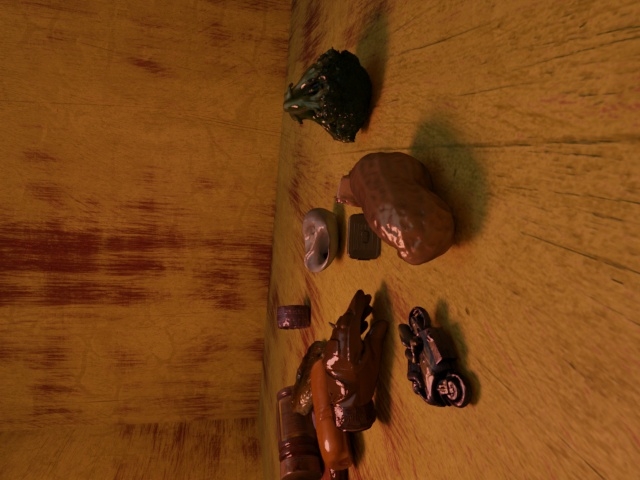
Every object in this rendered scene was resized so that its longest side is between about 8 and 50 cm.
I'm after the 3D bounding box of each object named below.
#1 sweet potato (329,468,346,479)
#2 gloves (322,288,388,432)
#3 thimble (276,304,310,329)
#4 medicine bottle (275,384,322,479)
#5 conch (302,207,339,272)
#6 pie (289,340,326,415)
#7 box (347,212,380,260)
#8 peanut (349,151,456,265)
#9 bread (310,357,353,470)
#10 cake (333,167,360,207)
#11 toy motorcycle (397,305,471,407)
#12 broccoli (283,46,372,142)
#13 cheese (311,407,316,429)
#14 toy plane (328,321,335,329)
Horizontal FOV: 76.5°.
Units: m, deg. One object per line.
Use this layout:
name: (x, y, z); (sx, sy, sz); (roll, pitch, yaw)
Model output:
sweet potato: (0.053, 0.701, 1.201); (0.053, 0.053, 0.182); (-8, 80, 37)
gloves: (0.078, 0.285, 0.987); (0.154, 0.141, 0.332); (154, 118, -76)
thimble: (-0.121, 0.339, 1.791); (0.150, 0.150, 0.098); (128, 141, -67)
medicine bottle: (-0.090, 0.739, 1.560); (0.323, 0.151, 0.151); (-101, 20, -46)
conch: (0.005, -0.002, 1.386); (0.185, 0.120, 0.221); (173, 95, -78)
pie: (-0.039, 0.493, 1.454); (0.277, 0.078, 0.277); (-159, 90, -86)
box: (0.107, -0.008, 1.059); (0.069, 0.084, 0.123); (154, 119, -83)
peanut: (0.151, -0.075, 0.767); (0.313, 0.152, 0.152); (-106, 23, -54)
bread: (0.027, 0.505, 1.198); (0.305, 0.091, 0.142); (-102, -2, -47)
cake: (0.127, -0.145, 1.090); (0.220, 0.116, 0.086); (-36, -40, -65)
toy motorcycle: (0.189, 0.216, 0.714); (0.193, 0.061, 0.124); (-113, 35, -44)
broccoli: (0.026, -0.406, 1.162); (0.295, 0.245, 0.265); (-64, -34, -60)
cheese: (0.010, 0.613, 1.385); (0.245, 0.052, 0.135); (-122, 36, -67)
toy plane: (0.065, 0.350, 1.199); (0.226, 0.058, 0.226); (115, 150, -64)
